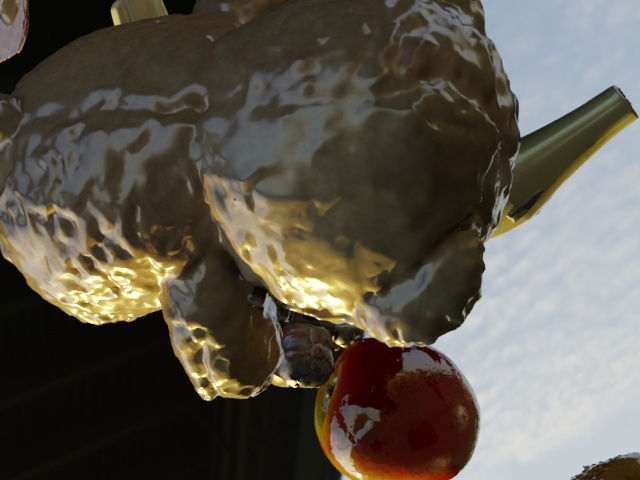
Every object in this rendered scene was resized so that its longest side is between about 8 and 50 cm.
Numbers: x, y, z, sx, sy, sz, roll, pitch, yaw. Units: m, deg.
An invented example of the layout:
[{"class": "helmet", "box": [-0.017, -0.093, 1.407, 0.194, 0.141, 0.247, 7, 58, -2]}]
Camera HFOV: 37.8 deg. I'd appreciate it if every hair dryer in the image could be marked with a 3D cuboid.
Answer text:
[{"class": "hair dryer", "box": [0.270, -0.144, 1.232, 0.296, 0.119, 0.298, -22, -47, 4]}]

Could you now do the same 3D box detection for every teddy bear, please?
[{"class": "teddy bear", "box": [-0.036, -0.041, 0.460, 0.151, 0.267, 0.236, 35, -127, -66]}]

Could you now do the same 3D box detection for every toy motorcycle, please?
[{"class": "toy motorcycle", "box": [0.000, 0.000, 0.917, 0.134, 0.207, 0.401, 14, -61, -12]}]

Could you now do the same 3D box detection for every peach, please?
[{"class": "peach", "box": [0.097, 0.204, 1.093, 0.197, 0.197, 0.197, -25, -45, -28]}]

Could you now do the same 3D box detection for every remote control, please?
[{"class": "remote control", "box": [-0.249, -0.269, 1.443, 0.090, 0.049, 0.230, -24, -78, -31]}]

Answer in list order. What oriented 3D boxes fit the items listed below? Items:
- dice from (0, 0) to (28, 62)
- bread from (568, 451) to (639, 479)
[{"class": "dice", "box": [-0.546, -0.359, 1.386, 0.175, 0.179, 0.174, -73, -12, -65]}, {"class": "bread", "box": [0.217, 0.293, 0.746, 0.246, 0.176, 0.195, -44, -32, -36]}]
